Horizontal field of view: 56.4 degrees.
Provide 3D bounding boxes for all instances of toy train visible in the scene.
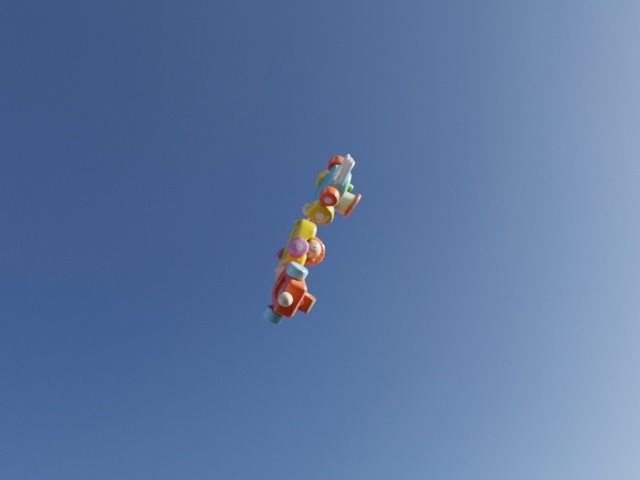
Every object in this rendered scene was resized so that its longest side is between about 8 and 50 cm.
[{"bbox_3d":[0.000,0.000,0.571,0.046,0.125,0.166,27,-84,-13],"label":"toy train"}]
